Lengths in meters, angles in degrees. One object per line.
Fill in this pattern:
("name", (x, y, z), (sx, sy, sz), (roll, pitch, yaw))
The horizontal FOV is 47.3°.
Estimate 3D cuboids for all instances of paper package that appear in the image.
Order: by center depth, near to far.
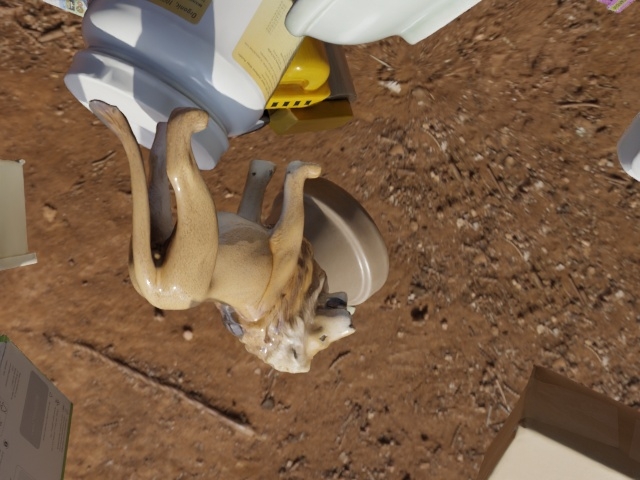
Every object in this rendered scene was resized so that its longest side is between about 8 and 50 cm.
("paper package", (0.470, 0.431, 1.316), (0.325, 0.168, 0.309), (24, 131, 11))

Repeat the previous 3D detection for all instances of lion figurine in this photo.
("lion figurine", (-0.101, 0.016, 0.756), (0.142, 0.392, 0.240), (9, 86, 36))

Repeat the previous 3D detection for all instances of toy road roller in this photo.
("toy road roller", (-0.046, -0.321, 1.317), (0.241, 0.330, 0.202), (-22, 82, 51))

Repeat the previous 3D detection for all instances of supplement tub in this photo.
("supplement tub", (-0.134, -0.266, 0.861), (0.228, 0.228, 0.316), (28, 78, 0))

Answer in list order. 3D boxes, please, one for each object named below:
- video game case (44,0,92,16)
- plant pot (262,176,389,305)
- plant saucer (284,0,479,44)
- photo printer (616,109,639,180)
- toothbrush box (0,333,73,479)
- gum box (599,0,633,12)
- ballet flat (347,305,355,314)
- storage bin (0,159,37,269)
("video game case", (-0.311, -0.319, 0.898), (0.122, 0.011, 0.087), (22, 142, 0))
("plant pot", (-0.046, 0.048, 1.323), (0.229, 0.263, 0.263), (-37, 98, -28))
("plant saucer", (0.151, -0.296, 0.724), (0.401, 0.400, 0.100), (-33, 100, 13))
("photo printer", (0.337, -0.098, 0.338), (0.256, 0.107, 0.307), (37, 126, 13))
("toothbrush box", (-0.380, 0.236, 0.638), (0.283, 0.206, 0.122), (-21, 128, 4))
("gum box", (0.291, -0.272, 0.570), (0.188, 0.107, 0.062), (-44, 87, 0))
("ballet flat", (0.016, 0.170, 1.839), (0.086, 0.248, 0.086), (-1, 95, -15))
("storage bin", (-0.462, -0.024, 0.716), (0.261, 0.262, 0.123), (-1, 94, 2))
